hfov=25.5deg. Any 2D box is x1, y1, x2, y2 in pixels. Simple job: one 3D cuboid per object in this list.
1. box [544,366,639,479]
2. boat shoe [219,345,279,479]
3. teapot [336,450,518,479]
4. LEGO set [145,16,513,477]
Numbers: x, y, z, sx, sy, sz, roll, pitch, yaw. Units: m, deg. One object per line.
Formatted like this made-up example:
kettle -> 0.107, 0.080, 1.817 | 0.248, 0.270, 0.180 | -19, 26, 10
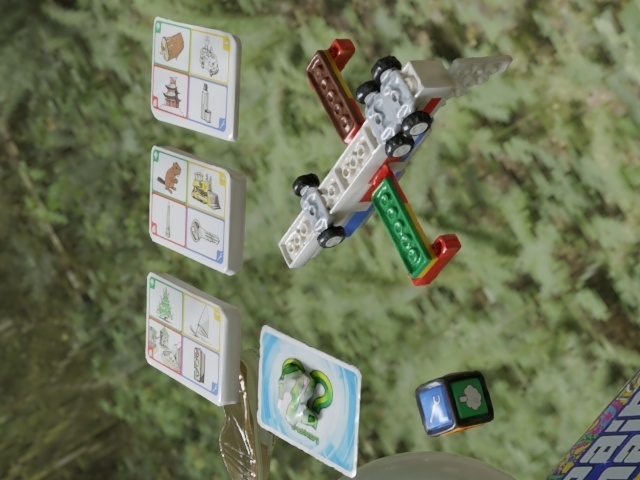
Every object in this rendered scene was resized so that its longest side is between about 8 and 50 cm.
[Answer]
box -> 0.228, 0.176, 0.402 | 0.290, 0.177, 0.279 | 55, 150, -14
boat shoe -> -0.049, 0.141, 1.099 | 0.050, 0.045, 0.135 | 34, 136, 38
teapot -> 0.099, 0.265, 1.089 | 0.256, 0.187, 0.252 | 17, 104, 17
LEGO set -> 0.000, 0.000, 0.634 | 0.244, 0.060, 0.182 | 20, 111, 52
